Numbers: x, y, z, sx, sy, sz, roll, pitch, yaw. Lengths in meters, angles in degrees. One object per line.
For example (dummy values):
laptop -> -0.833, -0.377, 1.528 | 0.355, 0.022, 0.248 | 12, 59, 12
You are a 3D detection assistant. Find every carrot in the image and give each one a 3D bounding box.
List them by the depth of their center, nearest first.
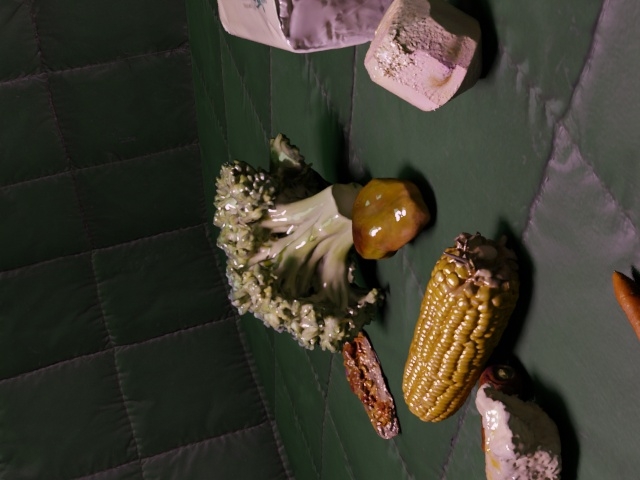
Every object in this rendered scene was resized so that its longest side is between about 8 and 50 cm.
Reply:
carrot -> 0.295, 0.104, 0.759 | 0.037, 0.037, 0.190 | 99, 157, -60
carrot -> 0.224, 0.216, 1.128 | 0.055, 0.055, 0.161 | -117, 13, -45

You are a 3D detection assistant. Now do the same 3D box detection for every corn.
corn -> 0.163, 0.121, 1.103 | 0.305, 0.106, 0.106 | 102, 152, -44

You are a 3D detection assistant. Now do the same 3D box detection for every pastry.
pastry -> 0.234, 0.284, 1.071 | 0.121, 0.089, 0.259 | -121, 22, -57

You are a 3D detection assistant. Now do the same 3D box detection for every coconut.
coconut -> 0.120, -0.204, 0.987 | 0.116, 0.122, 0.116 | -61, 12, 23

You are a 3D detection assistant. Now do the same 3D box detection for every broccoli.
broccoli -> -0.041, -0.001, 1.572 | 0.338, 0.277, 0.318 | 54, 136, 39

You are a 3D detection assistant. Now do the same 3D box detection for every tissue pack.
tissue pack -> -0.027, -0.412, 1.172 | 0.380, 0.207, 0.297 | -139, 38, -68

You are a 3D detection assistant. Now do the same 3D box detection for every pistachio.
pistachio -> 0.093, -0.034, 1.306 | 0.189, 0.100, 0.110 | 130, 121, -76

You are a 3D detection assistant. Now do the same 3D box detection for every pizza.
pizza -> 0.086, 0.274, 1.752 | 0.127, 0.058, 0.246 | 109, 142, -66

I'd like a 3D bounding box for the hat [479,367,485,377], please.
hat -> 0.180, 0.141, 1.234 | 0.121, 0.050, 0.121 | 165, 90, -80
